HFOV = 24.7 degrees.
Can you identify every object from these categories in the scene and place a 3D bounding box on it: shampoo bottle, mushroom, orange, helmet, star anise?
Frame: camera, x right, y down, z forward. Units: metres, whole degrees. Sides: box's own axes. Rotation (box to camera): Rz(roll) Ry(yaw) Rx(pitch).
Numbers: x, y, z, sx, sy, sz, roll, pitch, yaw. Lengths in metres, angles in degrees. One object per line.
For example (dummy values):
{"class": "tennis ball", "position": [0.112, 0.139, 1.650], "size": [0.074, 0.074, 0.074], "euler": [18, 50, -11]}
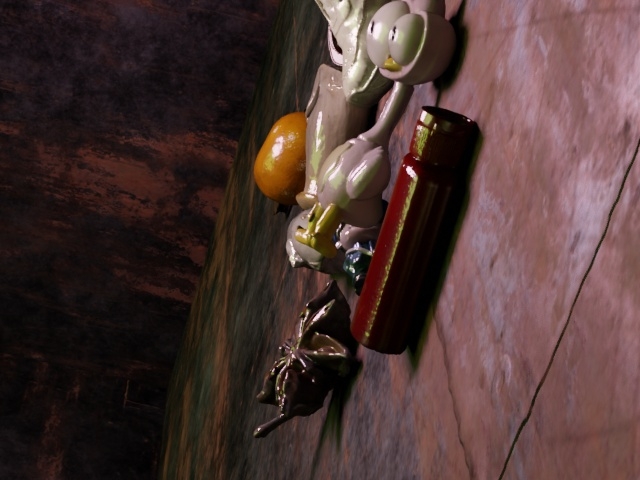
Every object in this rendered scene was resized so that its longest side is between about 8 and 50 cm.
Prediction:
{"class": "shampoo bottle", "position": [0.099, -0.013, 1.565], "size": [0.102, 0.064, 0.260], "euler": [-93, 19, -72]}
{"class": "mushroom", "position": [0.022, -0.153, 2.142], "size": [0.108, 0.096, 0.247], "euler": [-15, 62, 53]}
{"class": "orange", "position": [-0.037, -0.130, 2.375], "size": [0.156, 0.124, 0.156], "euler": [-60, 2, 4]}
{"class": "helmet", "position": [0.060, -0.319, 2.242], "size": [0.089, 0.057, 0.111], "euler": [11, 96, 39]}
{"class": "mushroom", "position": [-0.002, -0.001, 2.051], "size": [0.278, 0.096, 0.099], "euler": [168, 117, -80]}
{"class": "star anise", "position": [-0.014, 0.165, 1.915], "size": [0.231, 0.089, 0.209], "euler": [-57, 9, 49]}

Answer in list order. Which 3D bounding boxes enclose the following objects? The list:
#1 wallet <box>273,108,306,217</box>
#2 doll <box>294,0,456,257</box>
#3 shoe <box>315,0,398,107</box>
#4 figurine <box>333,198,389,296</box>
{"class": "wallet", "position": [-0.049, -0.142, 2.735], "size": [0.198, 0.031, 0.110], "euler": [113, 166, -45]}
{"class": "doll", "position": [0.075, -0.151, 1.740], "size": [0.160, 0.094, 0.365], "euler": [-151, 82, -77]}
{"class": "shoe", "position": [0.033, -0.350, 1.976], "size": [0.132, 0.211, 0.342], "euler": [132, 150, -72]}
{"class": "figurine", "position": [0.058, 0.013, 1.799], "size": [0.079, 0.077, 0.136], "euler": [85, 177, -56]}
